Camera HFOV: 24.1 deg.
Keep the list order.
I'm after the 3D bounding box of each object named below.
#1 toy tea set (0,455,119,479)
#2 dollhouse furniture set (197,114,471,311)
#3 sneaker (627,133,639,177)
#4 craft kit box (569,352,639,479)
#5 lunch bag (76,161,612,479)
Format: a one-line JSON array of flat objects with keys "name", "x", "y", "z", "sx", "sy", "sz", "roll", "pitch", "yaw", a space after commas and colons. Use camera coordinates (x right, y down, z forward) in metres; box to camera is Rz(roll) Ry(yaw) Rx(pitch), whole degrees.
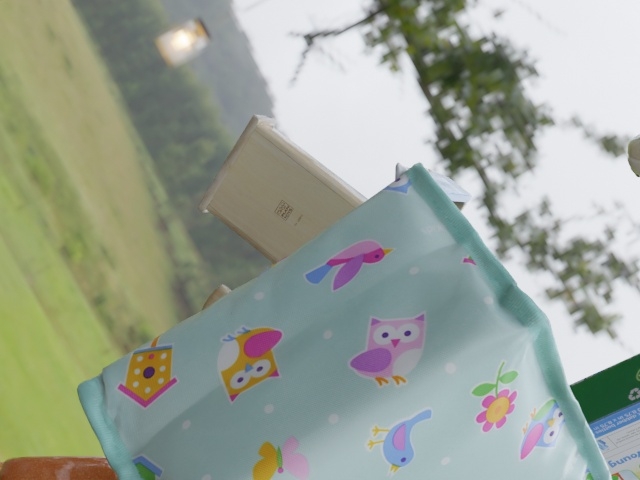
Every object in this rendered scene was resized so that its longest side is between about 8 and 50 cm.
[{"name": "toy tea set", "x": -0.161, "y": 0.202, "z": 0.946, "sx": 0.336, "sy": 0.200, "sz": 0.124, "roll": 26, "pitch": 62, "yaw": -68}, {"name": "dollhouse furniture set", "x": 0.000, "y": 0.000, "z": 1.898, "sx": 0.198, "sy": 0.286, "sz": 0.303, "roll": 39, "pitch": 17, "yaw": 21}, {"name": "sneaker", "x": 0.367, "y": -0.151, "z": 1.215, "sx": 0.118, "sy": 0.292, "sz": 0.110, "roll": 57, "pitch": 5, "yaw": -6}, {"name": "craft kit box", "x": 0.315, "y": 0.180, "z": 1.238, "sx": 0.246, "sy": 0.250, "sz": 0.061, "roll": 46, "pitch": 28, "yaw": -32}, {"name": "lunch bag", "x": 0.032, "y": 0.129, "z": 0.801, "sx": 0.160, "sy": 0.223, "sz": 0.262, "roll": 55, "pitch": -4, "yaw": 44}]
